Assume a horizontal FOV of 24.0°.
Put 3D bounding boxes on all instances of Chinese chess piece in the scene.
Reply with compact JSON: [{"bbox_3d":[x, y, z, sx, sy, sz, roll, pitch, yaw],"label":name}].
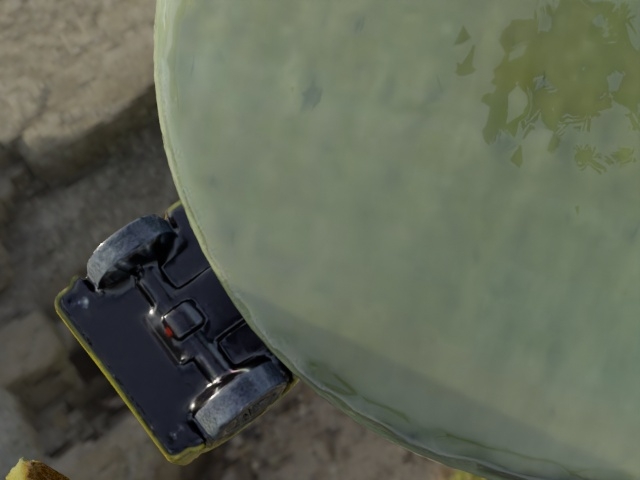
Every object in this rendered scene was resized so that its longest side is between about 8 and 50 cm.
[{"bbox_3d":[0.107,-0.074,0.609,0.349,0.349,0.146,0,12,16],"label":"Chinese chess piece"}]

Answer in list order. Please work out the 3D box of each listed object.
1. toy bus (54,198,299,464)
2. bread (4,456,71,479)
[{"bbox_3d":[0.000,0.000,0.986,0.331,0.151,0.145,-36,78,-11],"label":"toy bus"},{"bbox_3d":[-0.095,0.142,0.629,0.035,0.094,0.090,-50,19,8],"label":"bread"}]
